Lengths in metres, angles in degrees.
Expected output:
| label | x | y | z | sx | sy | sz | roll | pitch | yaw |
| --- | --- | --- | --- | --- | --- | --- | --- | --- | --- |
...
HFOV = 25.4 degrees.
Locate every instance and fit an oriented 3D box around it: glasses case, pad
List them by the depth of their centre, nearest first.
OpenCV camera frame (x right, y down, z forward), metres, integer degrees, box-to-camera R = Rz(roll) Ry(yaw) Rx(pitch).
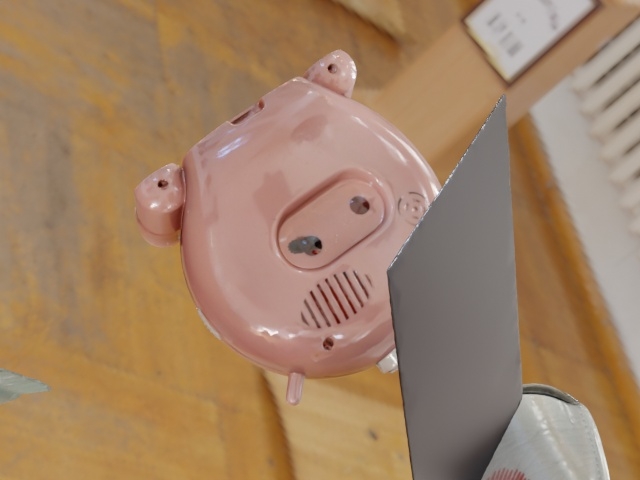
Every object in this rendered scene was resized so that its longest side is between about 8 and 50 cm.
| label | x | y | z | sx | sy | sz | roll | pitch | yaw |
| --- | --- | --- | --- | --- | --- | --- | --- | --- | --- |
| pad | 0.083 | 0.061 | 0.822 | 0.006 | 0.245 | 0.170 | 12 | 43 | 24 |
| glasses case | 0.094 | 0.249 | 1.066 | 0.083 | 0.308 | 0.128 | 24 | 24 | -29 |

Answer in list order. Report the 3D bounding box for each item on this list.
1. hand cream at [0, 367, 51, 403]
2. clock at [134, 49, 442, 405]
| label | x | y | z | sx | sy | sz | roll | pitch | yaw |
| --- | --- | --- | --- | --- | --- | --- | --- | --- | --- |
| hand cream | -0.320 | 0.095 | 0.788 | 0.085 | 0.331 | 0.058 | 56 | 24 | -70 |
| clock | 0.000 | 0.000 | 1.144 | 0.241 | 0.227 | 0.142 | 53 | -14 | 7 |
